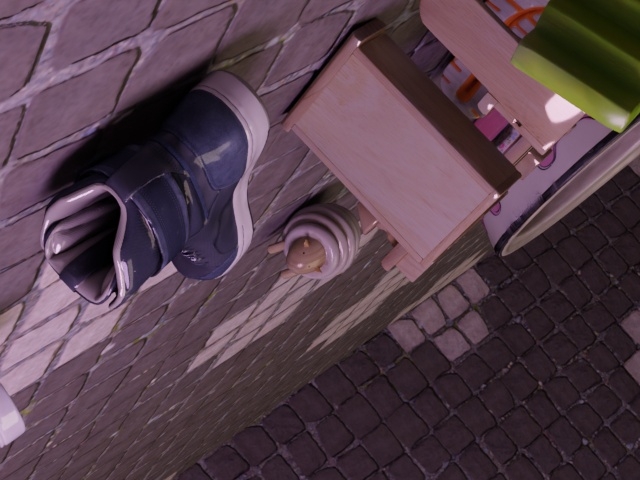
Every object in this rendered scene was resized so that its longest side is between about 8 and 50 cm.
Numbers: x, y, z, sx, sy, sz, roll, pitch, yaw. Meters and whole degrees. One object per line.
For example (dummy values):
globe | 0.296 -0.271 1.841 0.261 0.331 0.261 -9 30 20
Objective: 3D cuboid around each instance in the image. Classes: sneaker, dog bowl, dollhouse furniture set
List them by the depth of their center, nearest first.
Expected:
sneaker | -0.121 -0.003 0.950 0.163 0.086 0.226 -46 165 -28
dollhouse furniture set | 0.151 -0.147 1.194 0.303 0.174 0.355 -47 175 40
sneaker | 0.192 -0.201 1.302 0.083 0.084 0.215 -41 180 -32
dog bowl | 0.350 -0.162 1.821 0.408 0.150 0.408 -37 169 -8

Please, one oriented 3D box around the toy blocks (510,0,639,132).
toy blocks | 0.152 -0.195 0.453 0.191 0.381 0.261 -43 163 -42

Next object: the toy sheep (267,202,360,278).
toy sheep | 0.000 0.000 1.467 0.091 0.091 0.132 -47 -179 36

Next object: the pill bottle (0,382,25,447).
pill bottle | -0.312 0.162 0.982 0.184 0.103 0.103 -35 169 -23
